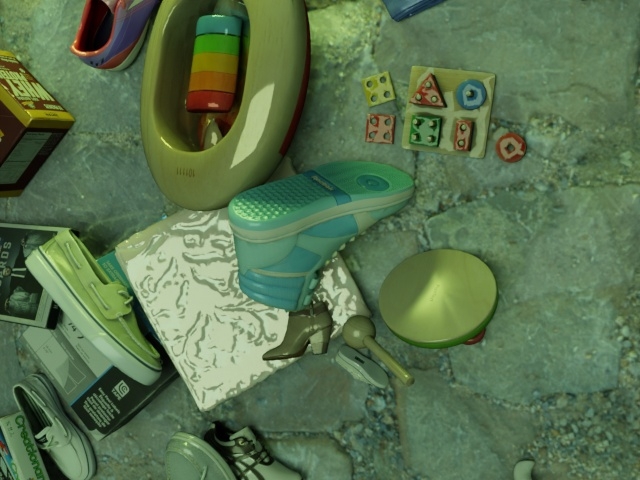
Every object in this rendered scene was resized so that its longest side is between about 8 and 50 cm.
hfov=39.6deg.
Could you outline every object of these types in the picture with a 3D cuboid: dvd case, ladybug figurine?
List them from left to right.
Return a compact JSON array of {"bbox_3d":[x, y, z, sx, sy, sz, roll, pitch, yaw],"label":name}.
[{"bbox_3d":[-0.536,0.059,1.590,0.239,0.030,0.179,4,78,35],"label":"dvd case"},{"bbox_3d":[-0.135,-0.262,1.395,0.305,0.162,0.448,10,90,36],"label":"ladybug figurine"}]

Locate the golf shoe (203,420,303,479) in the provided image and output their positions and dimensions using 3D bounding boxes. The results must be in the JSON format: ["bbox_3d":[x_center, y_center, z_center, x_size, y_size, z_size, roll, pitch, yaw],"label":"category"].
[{"bbox_3d":[-0.118,0.373,1.526,0.198,0.077,0.093,14,100,15],"label":"golf shoe"}]

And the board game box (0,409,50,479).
[{"bbox_3d":[-0.564,0.479,1.657,0.193,0.053,0.305,-21,89,43],"label":"board game box"}]

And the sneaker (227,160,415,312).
[{"bbox_3d":[0.000,0.000,1.390,0.127,0.319,0.208,45,141,46],"label":"sneaker"}]

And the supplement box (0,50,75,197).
[{"bbox_3d":[-0.588,-0.209,1.589,0.191,0.129,0.194,45,107,9],"label":"supplement box"}]

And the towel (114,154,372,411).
[{"bbox_3d":[-0.126,0.069,1.467,0.332,0.053,0.316,-29,86,0],"label":"towel"}]

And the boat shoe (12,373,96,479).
[{"bbox_3d":[-0.505,0.357,1.649,0.083,0.076,0.226,-36,84,18],"label":"boat shoe"}]

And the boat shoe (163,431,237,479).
[{"bbox_3d":[-0.201,0.473,1.505,0.118,0.103,0.320,5,116,30],"label":"boat shoe"}]

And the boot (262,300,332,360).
[{"bbox_3d":[-0.039,0.143,1.416,0.119,0.042,0.086,-8,80,1],"label":"boot"}]

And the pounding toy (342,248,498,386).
[{"bbox_3d":[0.171,0.132,1.383,0.237,0.110,0.183,-38,47,-16],"label":"pounding toy"}]

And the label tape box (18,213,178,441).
[{"bbox_3d":[-0.334,0.151,1.557,0.334,0.106,0.240,-42,83,17],"label":"label tape box"}]

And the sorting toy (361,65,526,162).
[{"bbox_3d":[0.187,-0.202,1.383,0.275,0.046,0.132,10,98,17],"label":"sorting toy"}]

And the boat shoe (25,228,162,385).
[{"bbox_3d":[-0.357,0.105,1.450,0.094,0.109,0.302,-45,81,-2],"label":"boat shoe"}]

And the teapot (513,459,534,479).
[{"bbox_3d":[0.259,0.507,1.357,0.187,0.256,0.252,37,132,44],"label":"teapot"}]

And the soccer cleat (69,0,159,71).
[{"bbox_3d":[-0.318,-0.432,1.485,0.109,0.116,0.318,32,104,12],"label":"soccer cleat"}]

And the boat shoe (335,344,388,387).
[{"bbox_3d":[0.067,0.216,1.475,0.100,0.035,0.035,34,132,8],"label":"boat shoe"}]

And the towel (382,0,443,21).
[{"bbox_3d":[0.156,-0.536,1.369,0.243,0.040,0.335,-24,87,21],"label":"towel"}]
